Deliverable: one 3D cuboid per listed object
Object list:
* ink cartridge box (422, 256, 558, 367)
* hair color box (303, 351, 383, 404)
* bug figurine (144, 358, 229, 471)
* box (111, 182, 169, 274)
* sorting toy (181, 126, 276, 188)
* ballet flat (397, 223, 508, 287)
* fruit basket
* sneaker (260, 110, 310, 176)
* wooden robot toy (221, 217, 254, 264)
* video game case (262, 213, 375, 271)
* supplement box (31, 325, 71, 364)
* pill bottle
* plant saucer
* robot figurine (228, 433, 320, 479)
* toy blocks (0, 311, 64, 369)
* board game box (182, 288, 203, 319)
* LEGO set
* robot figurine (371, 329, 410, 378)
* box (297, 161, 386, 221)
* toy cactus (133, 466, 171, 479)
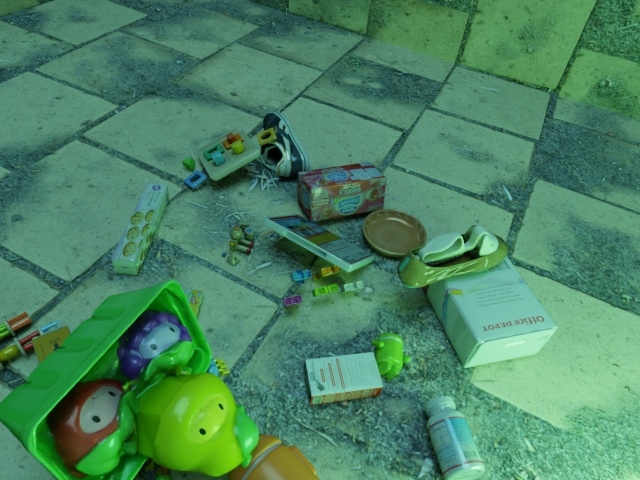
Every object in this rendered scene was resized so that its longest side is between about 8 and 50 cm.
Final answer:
[{"bbox_3d":[0.426,0.159,1.262,0.226,0.131,0.306,-7,48,-13],"label":"ink cartridge box"},{"bbox_3d":[0.051,0.320,1.107,0.167,0.053,0.093,-3,48,-12],"label":"hair color box"},{"bbox_3d":[-0.310,0.345,1.019,0.279,0.072,0.216,-24,54,-28],"label":"bug figurine"},{"bbox_3d":[-0.513,-0.042,1.372,0.067,0.063,0.324,7,45,-3],"label":"box"},{"bbox_3d":[-0.314,-0.301,1.582,0.348,0.047,0.196,-31,47,-7],"label":"sorting toy"},{"bbox_3d":[0.353,0.023,1.212,0.343,0.124,0.116,-13,48,-16],"label":"ballet flat"},{"bbox_3d":[-0.300,0.284,0.854,0.392,0.282,0.392,-10,34,7],"label":"fruit basket"},{"bbox_3d":[-0.158,-0.347,1.677,0.128,0.126,0.321,-12,50,-26],"label":"sneaker"},{"bbox_3d":[-0.231,-0.014,1.374,0.076,0.079,0.173,13,46,5],"label":"wooden robot toy"},{"bbox_3d":[0.000,0.000,1.360,0.285,0.025,0.204,29,17,19],"label":"video game case"},{"bbox_3d":[-0.547,0.300,1.027,0.078,0.080,0.233,-22,54,-27],"label":"supplement box"},{"bbox_3d":[0.279,0.422,1.015,0.087,0.087,0.160,-3,46,-11],"label":"pill bottle"},{"bbox_3d":[0.227,-0.019,1.474,0.200,0.037,0.199,4,47,-4],"label":"plant saucer"},{"bbox_3d":[-0.086,0.461,0.897,0.219,0.128,0.158,36,65,25],"label":"robot figurine"},{"bbox_3d":[-0.690,0.213,1.106,0.148,0.054,0.123,-31,58,-32],"label":"toy blocks"},{"bbox_3d":[-0.363,0.190,1.194,0.104,0.026,0.154,6,46,-2],"label":"board game box"},{"bbox_3d":[-0.011,0.117,1.285,0.227,0.093,0.087,-9,79,-23],"label":"LEGO set"},{"bbox_3d":[0.167,0.274,1.157,0.101,0.067,0.115,30,42,-17],"label":"robot figurine"},{"bbox_3d":[0.066,-0.157,1.511,0.257,0.122,0.128,-11,35,-19],"label":"box"},{"bbox_3d":[-0.297,0.487,0.833,0.219,0.112,0.180,27,19,25],"label":"toy cactus"}]
